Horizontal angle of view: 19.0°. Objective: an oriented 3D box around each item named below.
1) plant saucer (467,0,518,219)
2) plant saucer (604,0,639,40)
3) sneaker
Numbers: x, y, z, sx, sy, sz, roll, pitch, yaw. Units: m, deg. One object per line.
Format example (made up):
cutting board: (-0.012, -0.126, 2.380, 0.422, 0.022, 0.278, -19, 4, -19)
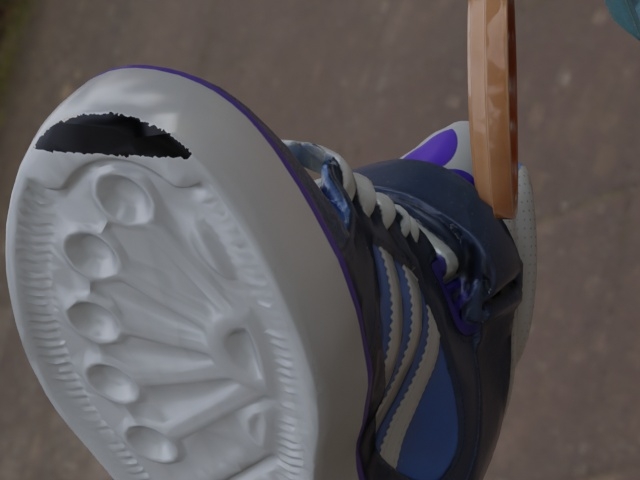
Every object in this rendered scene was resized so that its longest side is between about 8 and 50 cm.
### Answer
plant saucer: (0.054, -0.048, 0.593, 0.083, 0.013, 0.083, -1, -90, -82)
plant saucer: (0.090, -0.162, 0.662, 0.018, 0.192, 0.067, 7, 48, 40)
sneaker: (0.001, 0.000, 0.779, 0.130, 0.322, 0.236, 5, 47, 25)
